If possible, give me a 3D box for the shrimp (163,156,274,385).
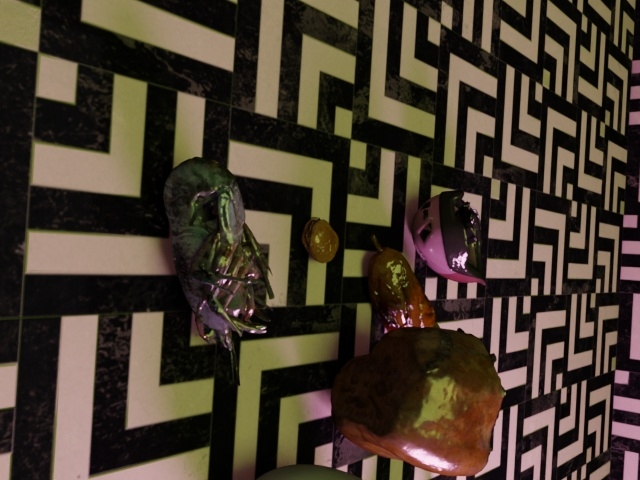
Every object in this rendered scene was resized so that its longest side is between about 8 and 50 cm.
[{"bbox_3d":[-0.142,0.062,1.010,0.172,0.137,0.371,-97,169,-73],"label":"shrimp"}]

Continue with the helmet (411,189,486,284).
[{"bbox_3d":[0.291,-0.001,1.564,0.253,0.155,0.198,65,23,-56],"label":"helmet"}]

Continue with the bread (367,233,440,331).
[{"bbox_3d":[0.177,0.123,1.478,0.124,0.084,0.343,-53,130,-36],"label":"bread"}]

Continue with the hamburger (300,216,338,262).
[{"bbox_3d":[0.000,0.000,1.279,0.083,0.044,0.076,54,53,-42],"label":"hamburger"}]

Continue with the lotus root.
[{"bbox_3d":[0.166,0.284,1.320,0.250,0.316,0.315,26,72,-44],"label":"lotus root"}]

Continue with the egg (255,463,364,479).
[{"bbox_3d":[0.003,0.504,1.167,0.371,0.230,0.229,42,60,-37],"label":"egg"}]
